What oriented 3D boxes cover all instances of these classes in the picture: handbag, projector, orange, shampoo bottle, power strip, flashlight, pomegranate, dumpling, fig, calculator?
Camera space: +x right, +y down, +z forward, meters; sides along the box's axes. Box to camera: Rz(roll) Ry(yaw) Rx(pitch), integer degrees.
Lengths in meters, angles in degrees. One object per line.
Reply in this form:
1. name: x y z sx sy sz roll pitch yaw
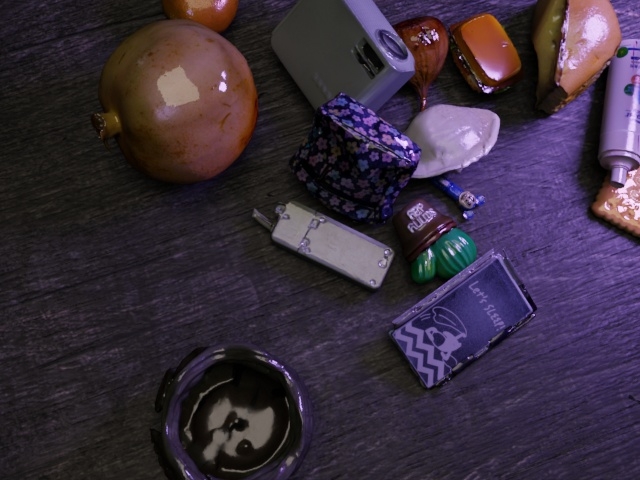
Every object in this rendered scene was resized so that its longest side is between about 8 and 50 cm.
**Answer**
1. handbag: 0.066 -0.145 1.865 0.228 0.208 0.127 31 42 -2
2. projector: 0.044 -0.367 1.910 0.108 0.198 0.250 -20 72 -51
3. orange: -0.242 -0.483 1.972 0.156 0.124 0.156 1 88 -16
4. shampoo bottle: 0.600 -0.245 1.935 0.092 0.092 0.303 13 70 2
5. power strip: 0.000 0.000 1.903 0.288 0.053 0.093 26 79 5
6. flashlight: 0.264 -0.097 1.939 0.121 0.035 0.057 38 80 7
7. pomegranate: -0.275 -0.254 1.836 0.319 0.319 0.319 0 77 -1
8. dumpling: 0.242 -0.181 1.898 0.216 0.126 0.166 -2 42 -7
9. fig: 0.201 -0.344 1.965 0.146 0.134 0.201 -16 101 25
10. calculator: 0.273 0.149 1.860 0.274 0.028 0.166 -34 104 -8

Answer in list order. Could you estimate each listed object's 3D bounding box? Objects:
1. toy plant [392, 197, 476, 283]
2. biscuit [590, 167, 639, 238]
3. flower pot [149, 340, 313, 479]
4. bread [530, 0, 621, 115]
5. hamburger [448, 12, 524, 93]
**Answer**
1. toy plant: 0.220 0.017 1.878 0.143 0.105 0.200 -37 86 -17
2. biscuit: 0.656 -0.127 1.957 0.160 0.030 0.250 29 78 5
3. flower pot: -0.165 0.321 1.745 0.302 0.213 0.302 0 77 -2
4. bread: 0.500 -0.389 1.927 0.162 0.204 0.262 3 81 3
5. hamburger: 0.332 -0.371 1.973 0.137 0.087 0.166 -24 82 -21
